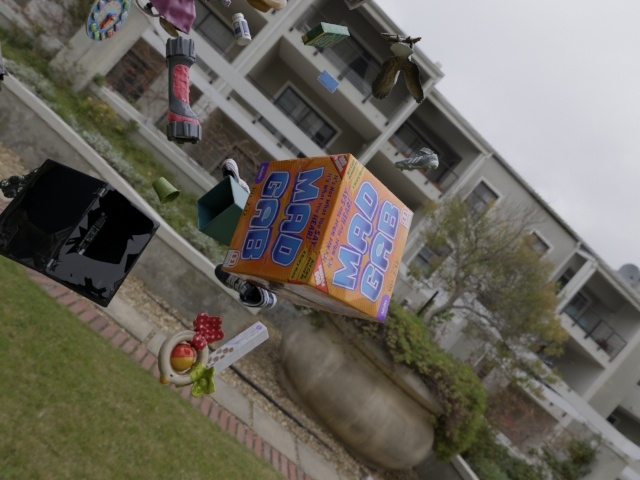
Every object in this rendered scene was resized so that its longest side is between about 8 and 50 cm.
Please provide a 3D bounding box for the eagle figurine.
[{"bbox_3d":[0.376,-0.785,2.058,0.225,0.298,0.226,-6,27,-25],"label":"eagle figurine"}]

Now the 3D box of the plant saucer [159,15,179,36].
[{"bbox_3d":[-0.513,-0.714,1.500,0.083,0.015,0.083,39,-6,5],"label":"plant saucer"}]

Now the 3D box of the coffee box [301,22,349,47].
[{"bbox_3d":[0.020,-0.818,1.782,0.184,0.113,0.040,-25,98,-52],"label":"coffee box"}]

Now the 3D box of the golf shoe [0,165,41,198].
[{"bbox_3d":[-1.183,-0.251,1.868,0.120,0.272,0.105,-161,-122,-69],"label":"golf shoe"}]

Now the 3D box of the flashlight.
[{"bbox_3d":[-0.409,-0.448,1.333,0.103,0.304,0.103,1,-2,-27],"label":"flashlight"}]

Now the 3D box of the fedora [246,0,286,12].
[{"bbox_3d":[-0.211,-0.862,1.547,0.194,0.079,0.194,22,51,-30],"label":"fedora"}]

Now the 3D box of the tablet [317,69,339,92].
[{"bbox_3d":[0.032,-0.641,1.794,0.083,0.054,0.006,39,-10,-18],"label":"tablet"}]

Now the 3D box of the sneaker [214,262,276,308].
[{"bbox_3d":[-0.303,0.165,1.681,0.282,0.099,0.153,31,-1,13],"label":"sneaker"}]

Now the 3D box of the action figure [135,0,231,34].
[{"bbox_3d":[-0.589,-1.101,1.977,0.275,0.370,0.248,35,-1,36],"label":"action figure"}]

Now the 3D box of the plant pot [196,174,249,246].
[{"bbox_3d":[-0.295,-0.075,1.592,0.234,0.165,0.165,40,21,-42],"label":"plant pot"}]

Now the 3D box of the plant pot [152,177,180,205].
[{"bbox_3d":[-0.565,-0.183,1.612,0.079,0.083,0.083,51,-1,5],"label":"plant pot"}]

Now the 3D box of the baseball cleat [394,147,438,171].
[{"bbox_3d":[0.453,-0.384,2.117,0.205,0.110,0.072,2,-10,1],"label":"baseball cleat"}]

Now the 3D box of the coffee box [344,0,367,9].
[{"bbox_3d":[0.200,-0.904,1.478,0.168,0.297,0.119,-51,121,-71],"label":"coffee box"}]

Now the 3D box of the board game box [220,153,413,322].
[{"bbox_3d":[0.000,0.000,1.319,0.356,0.356,0.356,4,-20,42],"label":"board game box"}]

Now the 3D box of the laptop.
[{"bbox_3d":[-0.894,-0.029,1.636,0.236,0.382,0.408,6,-29,40],"label":"laptop"}]

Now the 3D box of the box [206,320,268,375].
[{"bbox_3d":[-0.365,0.463,1.877,0.063,0.324,0.067,29,-41,39],"label":"box"}]

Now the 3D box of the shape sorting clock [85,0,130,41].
[{"bbox_3d":[-0.722,-0.770,1.522,0.040,0.206,0.206,40,-1,-10],"label":"shape sorting clock"}]

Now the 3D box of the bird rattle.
[{"bbox_3d":[-0.397,0.352,1.377,0.143,0.254,0.207,6,-3,41],"label":"bird rattle"}]

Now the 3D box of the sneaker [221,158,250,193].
[{"bbox_3d":[-0.323,-0.207,1.652,0.077,0.072,0.178,-83,148,-63],"label":"sneaker"}]

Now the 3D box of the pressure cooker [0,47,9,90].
[{"bbox_3d":[-1.123,-0.570,1.270,0.375,0.421,0.370,-6,16,-32],"label":"pressure cooker"}]

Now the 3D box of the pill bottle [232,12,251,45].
[{"bbox_3d":[-0.355,-0.943,1.988,0.067,0.067,0.120,144,-69,-89],"label":"pill bottle"}]
